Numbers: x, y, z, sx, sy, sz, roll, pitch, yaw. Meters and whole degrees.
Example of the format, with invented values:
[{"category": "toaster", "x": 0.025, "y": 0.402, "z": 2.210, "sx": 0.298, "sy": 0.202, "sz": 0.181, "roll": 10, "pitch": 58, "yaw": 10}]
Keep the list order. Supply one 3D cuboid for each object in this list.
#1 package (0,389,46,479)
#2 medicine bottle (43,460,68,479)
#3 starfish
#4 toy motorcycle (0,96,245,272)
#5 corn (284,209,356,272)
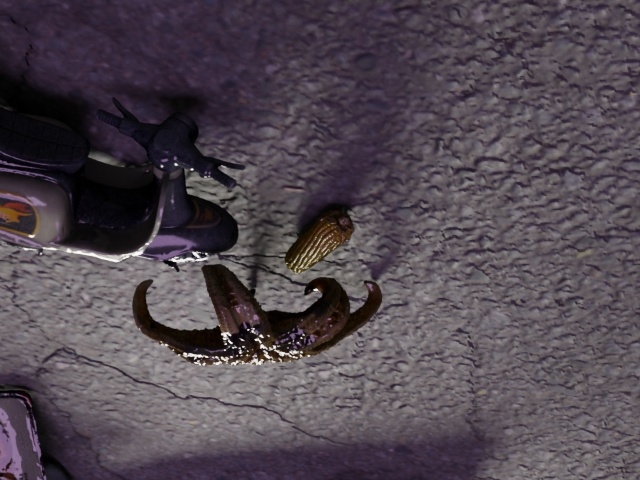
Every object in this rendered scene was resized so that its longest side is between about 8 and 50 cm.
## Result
[{"category": "package", "x": -0.380, "y": 0.209, "z": 1.590, "sx": 0.239, "sy": 0.030, "sz": 0.154, "roll": 2, "pitch": 114, "yaw": 19}, {"category": "medicine bottle", "x": -0.359, "y": 0.274, "z": 1.666, "sx": 0.203, "sy": 0.083, "sz": 0.083, "roll": -7, "pitch": 141, "yaw": 23}, {"category": "starfish", "x": -0.042, "y": 0.060, "z": 1.271, "sx": 0.190, "sy": 0.074, "sz": 0.146, "roll": 3, "pitch": 164, "yaw": -34}, {"category": "toy motorcycle", "x": -0.179, "y": -0.047, "z": 1.178, "sx": 0.263, "sy": 0.091, "sz": 0.157, "roll": 14, "pitch": 146, "yaw": -12}, {"category": "corn", "x": 0.000, "y": 0.000, "z": 1.254, "sx": 0.028, "sy": 0.027, "sz": 0.083, "roll": -7, "pitch": 158, "yaw": -36}]
